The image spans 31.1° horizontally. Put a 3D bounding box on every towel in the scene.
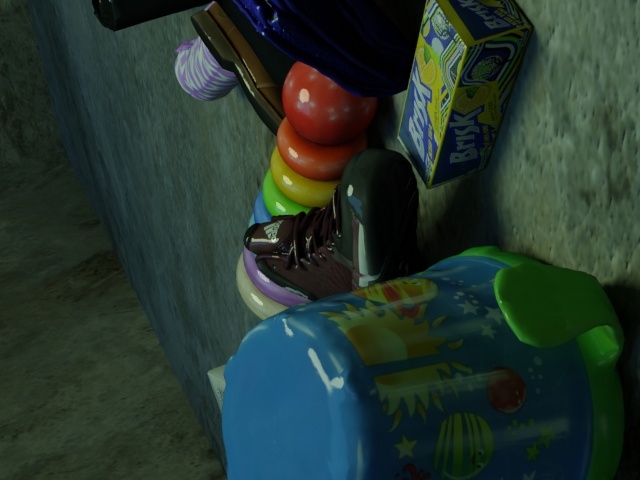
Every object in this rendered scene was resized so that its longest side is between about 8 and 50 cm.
[{"bbox_3d":[-0.058,-0.248,0.940,0.308,0.076,0.227,55,-166,28],"label":"towel"}]

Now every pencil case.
[{"bbox_3d":[-0.121,-0.223,1.371,0.088,0.086,0.206,37,165,-10],"label":"pencil case"}]

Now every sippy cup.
[{"bbox_3d":[0.059,0.126,0.832,0.240,0.224,0.306,33,116,45],"label":"sippy cup"}]

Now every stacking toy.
[{"bbox_3d":[-0.007,-0.058,1.156,0.141,0.141,0.330,59,154,34],"label":"stacking toy"}]

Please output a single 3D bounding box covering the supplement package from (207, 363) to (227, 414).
[{"bbox_3d":[0.032,0.205,1.177,0.262,0.199,0.198,5,115,72],"label":"supplement package"}]

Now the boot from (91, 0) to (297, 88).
[{"bbox_3d":[-0.121,-0.240,1.146,0.094,0.207,0.247,30,138,65],"label":"boot"}]

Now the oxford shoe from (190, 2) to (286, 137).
[{"bbox_3d":[-0.050,-0.174,1.251,0.212,0.076,0.076,56,172,-8],"label":"oxford shoe"}]

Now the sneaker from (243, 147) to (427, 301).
[{"bbox_3d":[0.000,0.000,1.014,0.162,0.106,0.281,15,156,15],"label":"sneaker"}]

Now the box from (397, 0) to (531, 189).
[{"bbox_3d":[0.102,-0.113,0.852,0.169,0.054,0.059,97,149,-58],"label":"box"}]
